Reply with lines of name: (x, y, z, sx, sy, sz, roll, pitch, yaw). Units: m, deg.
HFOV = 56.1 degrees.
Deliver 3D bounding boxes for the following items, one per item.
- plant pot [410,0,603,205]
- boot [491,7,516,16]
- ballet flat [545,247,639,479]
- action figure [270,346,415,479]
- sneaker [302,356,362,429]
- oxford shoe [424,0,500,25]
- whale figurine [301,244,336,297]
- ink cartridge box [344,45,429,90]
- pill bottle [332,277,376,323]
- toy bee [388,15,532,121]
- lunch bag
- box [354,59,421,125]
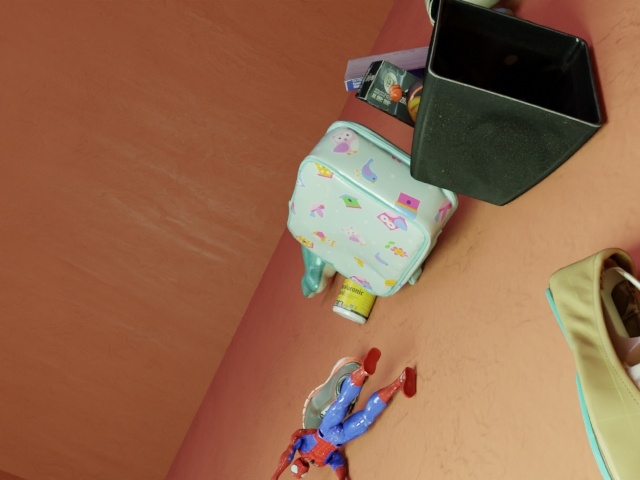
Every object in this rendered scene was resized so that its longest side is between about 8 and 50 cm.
plant pot: (0.201, -0.154, 0.727, 0.167, 0.188, 0.187, 107, 180, -48)
boot: (0.288, -0.358, 1.115, 0.106, 0.082, 0.219, -44, 9, 2)
ballet flat: (0.203, 0.079, 0.392, 0.073, 0.080, 0.232, -42, 21, 28)
action figure: (0.015, 0.280, 0.814, 0.280, 0.091, 0.139, -57, 3, 39)
sneaker: (0.020, 0.260, 0.957, 0.158, 0.061, 0.065, -63, 16, 15)
oxford shoe: (0.263, -0.501, 1.219, 0.146, 0.140, 0.397, -38, 11, 3)
whale figurine: (0.000, 0.000, 1.466, 0.272, 0.141, 0.216, -68, 11, -18)
ink cartridge box: (0.170, -0.399, 1.412, 0.224, 0.223, 0.045, -78, -22, -61)
pill bottle: (0.073, 0.086, 1.087, 0.116, 0.065, 0.065, -66, 10, -11)
toy bee: (0.199, -0.228, 0.936, 0.298, 0.162, 0.195, -64, 11, 2)
lunch bag: (0.070, -0.034, 0.885, 0.108, 0.224, 0.279, -56, -6, -23)
box: (0.166, -0.260, 1.121, 0.078, 0.180, 0.147, -62, 10, 12)
